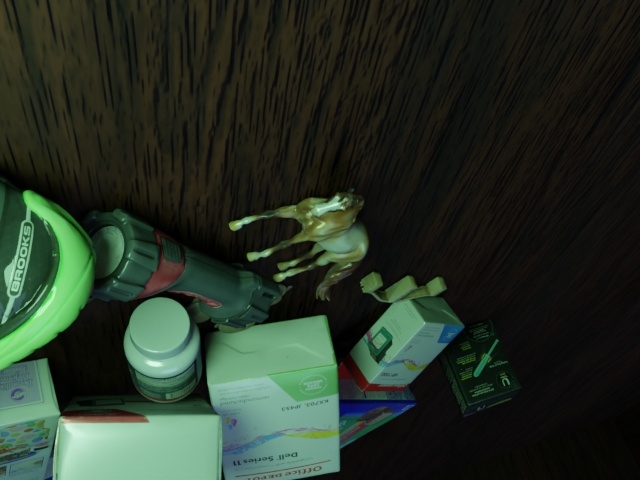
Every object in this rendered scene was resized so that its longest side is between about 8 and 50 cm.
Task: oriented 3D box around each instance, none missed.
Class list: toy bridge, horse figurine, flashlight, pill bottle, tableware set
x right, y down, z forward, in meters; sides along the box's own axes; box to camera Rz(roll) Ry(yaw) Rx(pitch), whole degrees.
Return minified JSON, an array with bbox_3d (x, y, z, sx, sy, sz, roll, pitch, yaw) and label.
[{"bbox_3d":[0.134,0.082,1.412,0.188,0.026,0.063,7,146,-44],"label":"toy bridge"},{"bbox_3d":[0.000,0.000,1.106,0.174,0.066,0.263,-19,153,12],"label":"horse figurine"},{"bbox_3d":[-0.173,0.049,1.028,0.103,0.103,0.304,-61,150,-2],"label":"flashlight"},{"bbox_3d":[-0.223,0.153,1.192,0.107,0.108,0.180,-14,153,-14],"label":"pill bottle"},{"bbox_3d":[-0.126,0.094,1.250,0.141,0.020,0.168,-34,151,22],"label":"tableware set"}]

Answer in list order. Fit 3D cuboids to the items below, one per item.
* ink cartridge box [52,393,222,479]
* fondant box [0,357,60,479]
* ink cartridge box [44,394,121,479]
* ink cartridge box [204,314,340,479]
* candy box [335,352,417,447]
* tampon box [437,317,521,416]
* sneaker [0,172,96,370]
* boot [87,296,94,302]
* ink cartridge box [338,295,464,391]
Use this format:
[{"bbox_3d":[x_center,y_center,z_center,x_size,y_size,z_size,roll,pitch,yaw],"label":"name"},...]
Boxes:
[{"bbox_3d":[-0.275,0.308,1.263,0.226,0.131,0.306,1,176,-14],"label":"ink cartridge box"},{"bbox_3d":[-0.538,0.304,1.273,0.238,0.096,0.330,-7,152,-27],"label":"fondant box"},{"bbox_3d":[-0.472,0.395,1.538,0.370,0.069,0.176,-27,155,7],"label":"ink cartridge box"},{"bbox_3d":[-0.074,0.302,1.417,0.207,0.119,0.354,-8,131,-6],"label":"ink cartridge box"},{"bbox_3d":[-0.004,0.340,1.706,0.268,0.122,0.317,-38,148,30],"label":"candy box"},{"bbox_3d":[0.330,0.270,1.770,0.120,0.161,0.101,-17,155,-7],"label":"tampon box"},{"bbox_3d":[-0.457,0.090,0.817,0.482,0.185,0.202,-35,118,-2],"label":"sneaker"},{"bbox_3d":[-0.391,0.090,0.982,0.208,0.076,0.189,-24,168,22],"label":"boot"},{"bbox_3d":[0.137,0.204,1.534,0.134,0.078,0.231,11,126,-48],"label":"ink cartridge box"}]
